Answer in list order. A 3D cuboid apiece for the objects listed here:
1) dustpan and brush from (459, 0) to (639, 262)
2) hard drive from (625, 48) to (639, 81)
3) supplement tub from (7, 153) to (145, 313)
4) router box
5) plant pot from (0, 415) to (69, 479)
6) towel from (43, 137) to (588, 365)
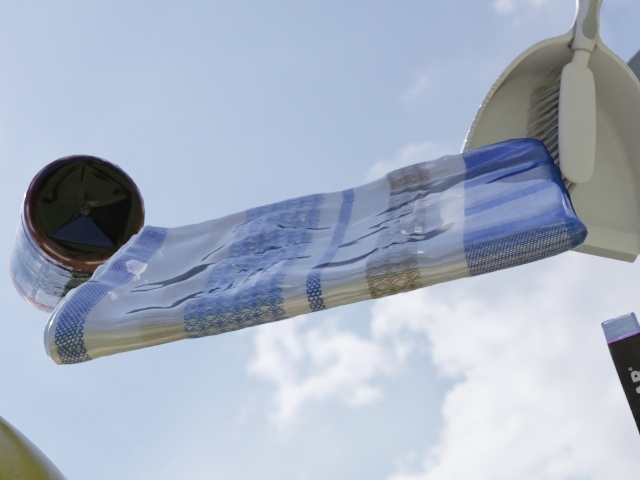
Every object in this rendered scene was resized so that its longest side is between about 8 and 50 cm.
[{"bbox_3d":[0.167,-0.104,0.815,0.147,0.211,0.060,11,-19,-15],"label":"dustpan and brush"},{"bbox_3d":[0.268,-0.078,0.909,0.094,0.135,0.022,-50,-4,34],"label":"hard drive"},{"bbox_3d":[-0.226,0.005,1.108,0.106,0.106,0.198,-16,-13,-24],"label":"supplement tub"},{"bbox_3d":[0.371,0.180,1.395,0.046,0.179,0.133,-20,2,12],"label":"router box"},{"bbox_3d":[-0.148,0.147,0.541,0.095,0.134,0.134,30,-69,-13],"label":"plant pot"},{"bbox_3d":[0.000,0.000,0.695,0.285,0.209,0.034,-13,-77,10],"label":"towel"}]
